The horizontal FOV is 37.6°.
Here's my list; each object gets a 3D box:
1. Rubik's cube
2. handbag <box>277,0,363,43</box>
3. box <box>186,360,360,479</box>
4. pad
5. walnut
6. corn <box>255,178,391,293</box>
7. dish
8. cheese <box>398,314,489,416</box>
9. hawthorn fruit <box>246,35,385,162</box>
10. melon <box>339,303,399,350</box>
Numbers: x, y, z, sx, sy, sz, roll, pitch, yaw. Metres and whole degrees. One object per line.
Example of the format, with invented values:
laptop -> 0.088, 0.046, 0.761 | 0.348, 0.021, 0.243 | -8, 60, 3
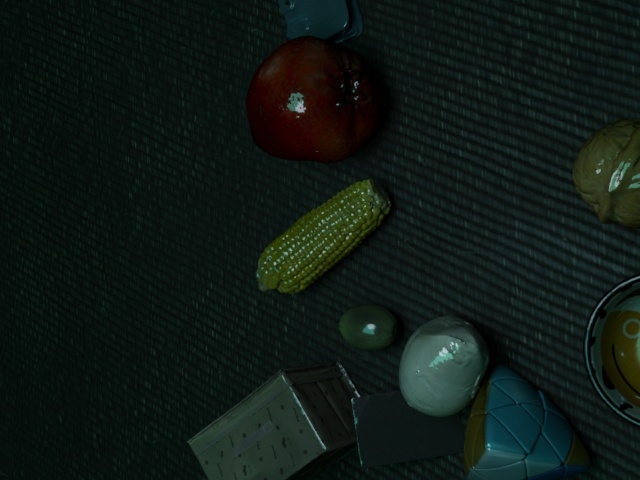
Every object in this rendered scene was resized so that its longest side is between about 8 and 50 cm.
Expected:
Rubik's cube -> 0.369, 0.367, 1.690 | 0.254, 0.254, 0.255 | 0, 89, 31
handbag -> -0.018, -0.524, 2.016 | 0.179, 0.062, 0.229 | -18, 80, 29
box -> -0.076, 0.410, 1.945 | 0.297, 0.225, 0.190 | -39, 70, 25
pad -> 0.174, 0.366, 1.866 | 0.211, 0.003, 0.143 | -8, 85, 1
walnut -> 0.530, -0.114, 1.601 | 0.213, 0.213, 0.213 | 0, 89, 31
corn -> 0.000, 0.000, 1.965 | 0.347, 0.130, 0.130 | -37, 72, 21
dish -> 0.602, 0.183, 1.605 | 0.303, 0.120, 0.303 | 0, 89, 31
cheese -> 0.228, 0.241, 1.782 | 0.154, 0.198, 0.189 | 13, 99, 0
hawthorn fruit -> -0.034, -0.280, 1.925 | 0.307, 0.265, 0.265 | -2, 88, 53
melon -> 0.099, 0.177, 1.918 | 0.130, 0.098, 0.098 | 9, 94, 35
